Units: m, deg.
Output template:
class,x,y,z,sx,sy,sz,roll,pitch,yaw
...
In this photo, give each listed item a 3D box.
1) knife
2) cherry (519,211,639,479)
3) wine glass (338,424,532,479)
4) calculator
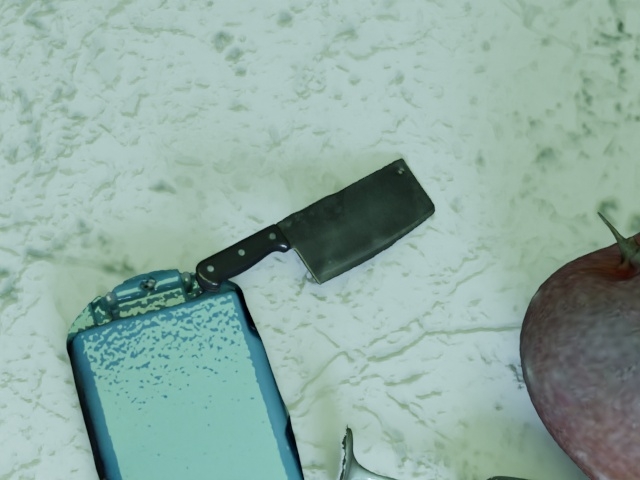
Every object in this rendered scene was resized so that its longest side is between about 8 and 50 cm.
class,x,y,z,sx,sy,sz,roll,pitch,yaw
knife,0.000,0.000,1.434,0.245,0.019,0.072,-27,76,-28
cherry,0.309,0.108,1.355,0.261,0.221,0.307,-26,90,5
wine glass,0.141,0.225,1.379,0.262,0.074,0.074,15,71,-2
calculator,-0.109,0.164,1.377,0.173,0.051,0.293,-14,74,-14
